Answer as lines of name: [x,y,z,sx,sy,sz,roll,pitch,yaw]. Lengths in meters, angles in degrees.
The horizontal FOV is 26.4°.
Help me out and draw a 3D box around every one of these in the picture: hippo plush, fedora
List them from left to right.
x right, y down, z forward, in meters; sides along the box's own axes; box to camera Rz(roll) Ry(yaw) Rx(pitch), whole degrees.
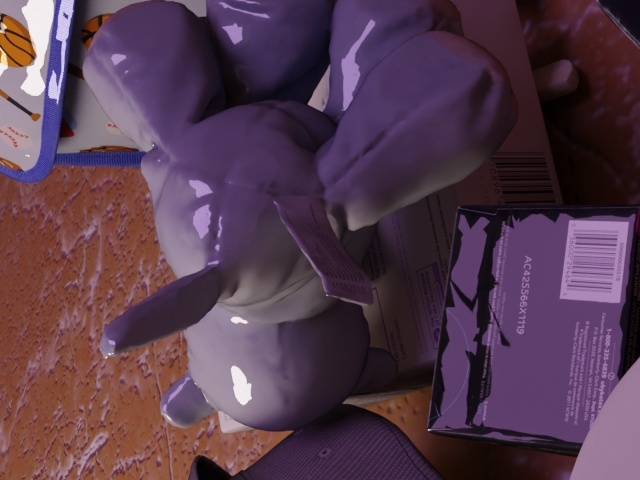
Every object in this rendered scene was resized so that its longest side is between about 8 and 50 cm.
hippo plush: [0.000,0.000,0.802,0.237,0.234,0.294,80,177,-46]
fedora: [0.038,0.192,0.849,0.124,0.244,0.275,-47,14,-6]

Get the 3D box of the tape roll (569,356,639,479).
tape roll: [0.235,0.150,0.546,0.246,0.169,0.246,-28,57,53]

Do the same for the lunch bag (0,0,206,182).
lunch bag: [-0.178,-0.219,1.079,0.328,0.385,0.239,110,156,-50]

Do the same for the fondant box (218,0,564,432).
fondant box: [0.025,-0.009,0.977,0.330,0.096,0.238,-26,71,51]

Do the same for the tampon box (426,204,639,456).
tampon box: [0.146,0.054,0.716,0.101,0.161,0.120,2,80,37]

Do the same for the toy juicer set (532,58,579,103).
toy juicer set: [0.069,-0.195,1.026,0.209,0.089,0.329,-43,45,43]

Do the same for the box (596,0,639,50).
box: [0.305,-0.016,0.356,0.179,0.312,0.343,-60,35,26]
